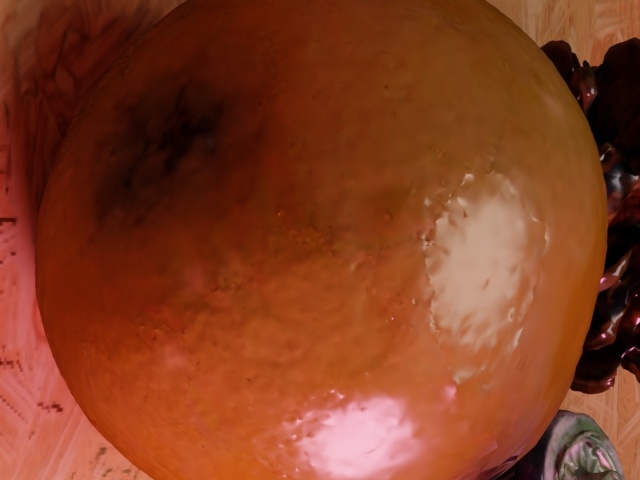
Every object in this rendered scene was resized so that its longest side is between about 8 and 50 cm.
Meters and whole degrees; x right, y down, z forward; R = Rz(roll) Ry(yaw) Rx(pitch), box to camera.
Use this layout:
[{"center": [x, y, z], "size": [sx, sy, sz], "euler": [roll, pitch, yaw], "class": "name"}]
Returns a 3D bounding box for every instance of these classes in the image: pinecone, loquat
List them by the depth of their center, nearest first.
[{"center": [0.000, 0.000, 0.839], "size": [0.263, 0.263, 0.263], "euler": [-25, 118, -59], "class": "loquat"}, {"center": [0.196, -0.022, 1.266], "size": [0.257, 0.243, 0.244], "euler": [22, 72, -18], "class": "pinecone"}]

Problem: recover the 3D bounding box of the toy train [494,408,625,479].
[{"center": [0.098, 0.249, 1.123], "size": [0.307, 0.173, 0.249], "euler": [-28, 99, -52], "class": "toy train"}]
